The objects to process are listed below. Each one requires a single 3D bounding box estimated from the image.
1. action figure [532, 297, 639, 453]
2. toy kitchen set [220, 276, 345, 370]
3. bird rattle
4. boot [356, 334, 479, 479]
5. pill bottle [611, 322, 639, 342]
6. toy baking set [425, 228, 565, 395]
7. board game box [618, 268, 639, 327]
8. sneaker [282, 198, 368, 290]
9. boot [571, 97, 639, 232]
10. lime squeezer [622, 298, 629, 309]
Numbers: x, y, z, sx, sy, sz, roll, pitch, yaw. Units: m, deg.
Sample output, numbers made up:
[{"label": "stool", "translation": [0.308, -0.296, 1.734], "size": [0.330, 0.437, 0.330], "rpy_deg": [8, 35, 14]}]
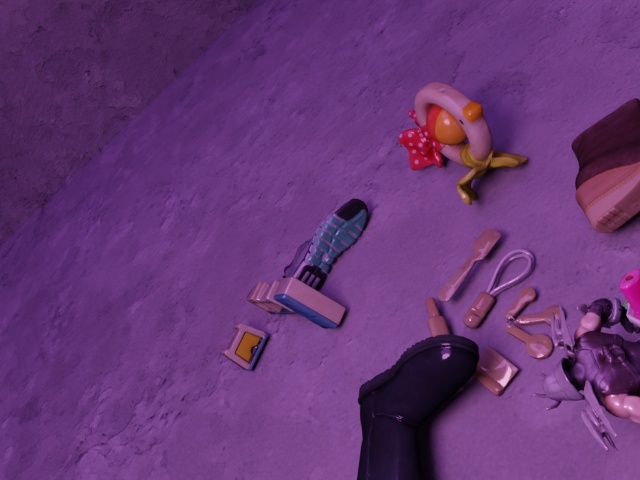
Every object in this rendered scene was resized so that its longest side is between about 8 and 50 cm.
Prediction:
[{"label": "action figure", "translation": [0.351, 0.115, 0.621], "size": [0.285, 0.099, 0.185], "rpy_deg": [-22, 51, 16]}, {"label": "toy kitchen set", "translation": [-0.077, 0.174, 1.189], "size": [0.207, 0.122, 0.166], "rpy_deg": [-15, 46, 64]}, {"label": "bird rattle", "translation": [0.234, -0.192, 1.101], "size": [0.143, 0.206, 0.253], "rpy_deg": [-32, 47, -6]}, {"label": "boot", "translation": [0.130, 0.266, 0.858], "size": [0.246, 0.094, 0.207], "rpy_deg": [-44, 30, 42]}, {"label": "pill bottle", "translation": [0.397, 0.170, 0.689], "size": [0.108, 0.108, 0.193], "rpy_deg": [-31, 41, 23]}, {"label": "toy baking set", "translation": [0.254, 0.109, 0.955], "size": [0.197, 0.030, 0.256], "rpy_deg": [-30, 47, 15]}, {"label": "board game box", "translation": [0.472, -0.014, 0.430], "size": [0.390, 0.050, 0.390], "rpy_deg": [-38, 16, 1]}, {"label": "sneaker", "translation": [0.000, 0.000, 1.259], "size": [0.223, 0.083, 0.098], "rpy_deg": [-52, 32, -1]}, {"label": "boot", "translation": [0.454, -0.143, 0.870], "size": [0.248, 0.090, 0.206], "rpy_deg": [-43, 25, 42]}, {"label": "lime squeezer", "translation": [0.509, -0.018, 0.797], "size": [0.310, 0.059, 0.109], "rpy_deg": [-31, 71, 21]}]
